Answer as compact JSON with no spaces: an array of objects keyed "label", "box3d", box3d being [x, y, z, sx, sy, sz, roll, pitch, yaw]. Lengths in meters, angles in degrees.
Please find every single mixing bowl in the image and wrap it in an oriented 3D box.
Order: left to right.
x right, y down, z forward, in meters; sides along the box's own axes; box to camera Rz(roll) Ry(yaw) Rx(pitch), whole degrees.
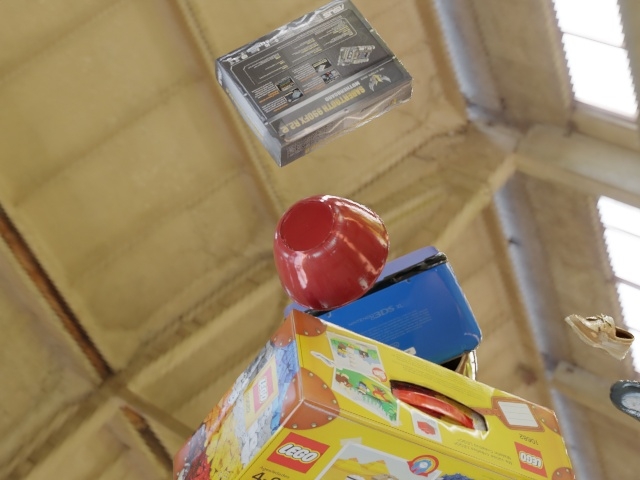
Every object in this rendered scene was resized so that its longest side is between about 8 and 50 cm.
[{"label":"mixing bowl","box3d":[0.000,0.000,1.933,0.181,0.181,0.098,-56,-36,-12]}]

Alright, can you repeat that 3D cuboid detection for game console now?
[{"label":"game console","box3d":[0.099,0.141,2.224,0.293,0.250,0.173,-23,-22,1]}]

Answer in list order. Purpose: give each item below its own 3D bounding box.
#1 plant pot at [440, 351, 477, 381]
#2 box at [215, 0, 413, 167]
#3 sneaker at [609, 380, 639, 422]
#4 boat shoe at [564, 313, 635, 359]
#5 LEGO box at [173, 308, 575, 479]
[{"label":"plant pot","box3d":[0.186,0.238,2.343,0.237,0.237,0.254,-54,-37,-14]},{"label":"box","box3d":[-0.009,-0.234,1.913,0.231,0.183,0.056,-30,-23,-16]},{"label":"sneaker","box3d":[0.550,0.312,1.878,0.146,0.330,0.122,-62,-14,-8]},{"label":"boat shoe","box3d":[0.512,0.162,2.406,0.170,0.063,0.059,26,-69,-39]},{"label":"LEGO box","box3d":[0.077,0.364,2.026,0.500,0.193,0.372,23,-56,-24]}]
